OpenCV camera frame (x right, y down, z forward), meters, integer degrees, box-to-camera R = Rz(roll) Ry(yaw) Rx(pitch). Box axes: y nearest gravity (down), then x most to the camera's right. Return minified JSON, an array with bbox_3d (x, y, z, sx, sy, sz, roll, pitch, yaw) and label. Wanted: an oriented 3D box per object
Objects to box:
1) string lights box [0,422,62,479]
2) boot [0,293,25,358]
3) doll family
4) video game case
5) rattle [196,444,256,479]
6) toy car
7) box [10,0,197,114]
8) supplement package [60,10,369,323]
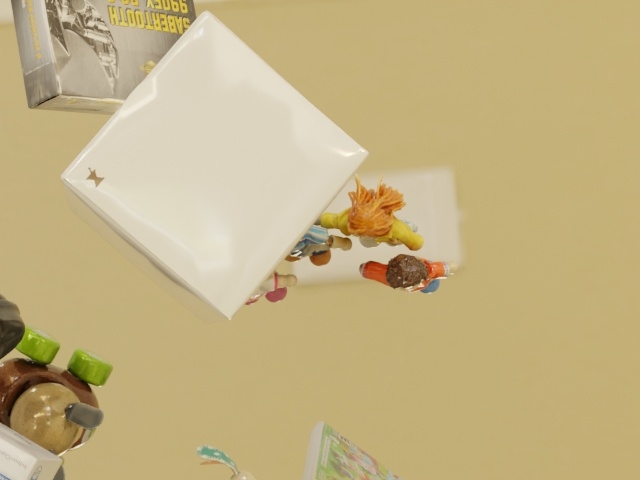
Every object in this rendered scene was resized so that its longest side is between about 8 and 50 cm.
[{"bbox_3d":[-0.381,0.301,1.798,0.260,0.133,0.077,-62,166,-1],"label":"string lights box"},{"bbox_3d":[-0.567,-0.029,1.961,0.445,0.367,0.146,63,-26,23],"label":"boot"},{"bbox_3d":[0.000,0.000,1.764,0.163,0.263,0.118,20,64,-81],"label":"doll family"},{"bbox_3d":[0.066,0.282,1.881,0.023,0.193,0.212,-52,-175,11],"label":"video game case"},{"bbox_3d":[-0.051,0.296,2.244,0.130,0.143,0.200,42,5,-41],"label":"rattle"},{"bbox_3d":[-0.299,0.208,2.058,0.155,0.149,0.188,-62,-148,1],"label":"toy car"},{"bbox_3d":[-0.228,-0.229,1.956,0.231,0.056,0.183,1,74,-49],"label":"box"},{"bbox_3d":[-0.095,-0.048,1.517,0.177,0.175,0.293,-49,-178,-6],"label":"supplement package"}]
